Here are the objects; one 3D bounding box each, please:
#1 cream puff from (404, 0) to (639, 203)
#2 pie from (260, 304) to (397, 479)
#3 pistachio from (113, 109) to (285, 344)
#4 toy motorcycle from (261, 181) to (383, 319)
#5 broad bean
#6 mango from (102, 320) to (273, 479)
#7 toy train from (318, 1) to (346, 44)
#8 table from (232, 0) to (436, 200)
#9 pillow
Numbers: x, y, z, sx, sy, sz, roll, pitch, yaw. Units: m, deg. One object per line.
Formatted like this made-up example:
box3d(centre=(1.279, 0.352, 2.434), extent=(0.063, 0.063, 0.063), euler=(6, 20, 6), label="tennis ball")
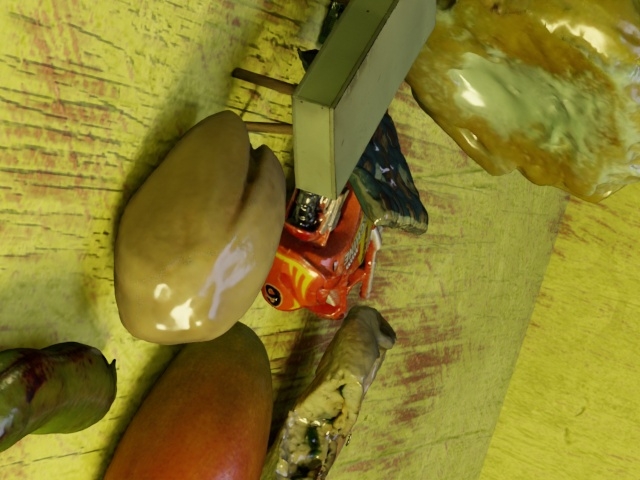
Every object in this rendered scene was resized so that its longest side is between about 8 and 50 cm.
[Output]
box3d(centre=(0.246, -0.243, 1.997), extent=(0.275, 0.378, 0.378), euler=(-54, 158, -29), label="cream puff")
box3d(centre=(-0.010, 0.221, 2.095), extent=(0.337, 0.075, 0.337), euler=(-61, 177, -5), label="pie")
box3d(centre=(-0.096, -0.011, 1.535), extent=(0.136, 0.136, 0.226), euler=(91, 16, -49), label="pistachio")
box3d(centre=(0.002, -0.001, 1.929), extent=(0.298, 0.089, 0.171), euler=(38, 72, -75), label="toy motorcycle")
box3d(centre=(-0.205, 0.111, 1.393), extent=(0.077, 0.061, 0.339), euler=(-66, 165, 8), label="broad bean")
box3d(centre=(-0.112, 0.182, 1.691), extent=(0.146, 0.129, 0.289), euler=(83, 21, -55), label="mango")
box3d(centre=(0.029, -0.210, 1.882), extent=(0.056, 0.038, 0.093), euler=(-66, 166, 5), label="toy train")
box3d(centre=(0.012, -0.174, 1.719), extent=(0.121, 0.111, 0.240), euler=(88, 25, -51), label="table")
box3d(centre=(0.047, -0.096, 1.887), extent=(0.189, 0.034, 0.255), euler=(66, 13, 7), label="pillow")
